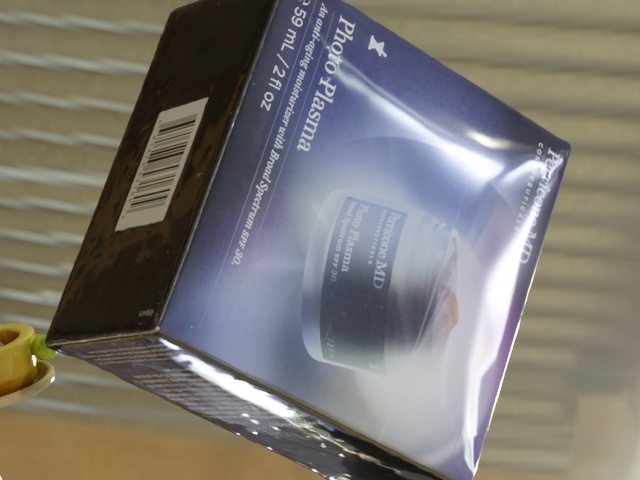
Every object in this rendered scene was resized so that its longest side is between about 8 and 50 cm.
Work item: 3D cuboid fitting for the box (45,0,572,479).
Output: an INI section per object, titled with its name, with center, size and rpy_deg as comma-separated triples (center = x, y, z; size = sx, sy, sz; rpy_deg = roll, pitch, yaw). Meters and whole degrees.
[box]
center = 0.000, 0.000, 1.454
size = 0.294, 0.296, 0.183
rpy_deg = 29, -21, -29

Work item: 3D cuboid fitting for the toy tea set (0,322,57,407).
[toy tea set]
center = -0.378, 0.085, 1.466
size = 0.336, 0.200, 0.124
rpy_deg = -3, -72, 25

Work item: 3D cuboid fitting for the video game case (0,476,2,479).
[video game case]
center = -0.398, 0.237, 1.825
size = 0.023, 0.193, 0.212
rpy_deg = 28, -31, 30
